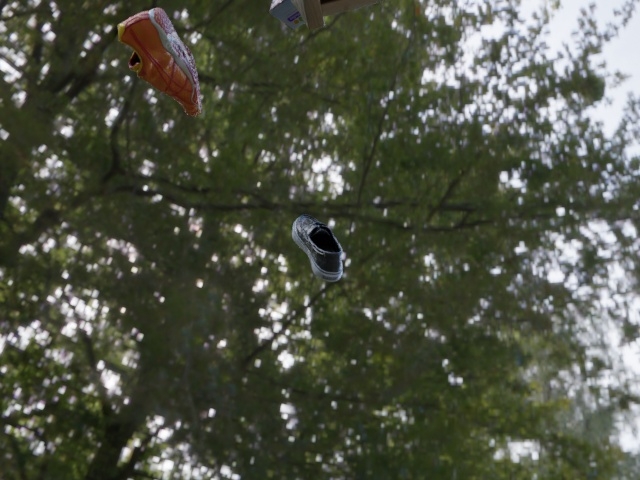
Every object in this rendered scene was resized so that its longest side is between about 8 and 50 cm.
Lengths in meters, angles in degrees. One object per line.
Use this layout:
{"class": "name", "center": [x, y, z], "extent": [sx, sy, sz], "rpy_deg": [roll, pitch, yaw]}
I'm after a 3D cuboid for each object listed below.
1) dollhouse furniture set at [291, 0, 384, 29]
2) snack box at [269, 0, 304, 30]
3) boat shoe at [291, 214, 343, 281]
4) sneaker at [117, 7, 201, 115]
{"class": "dollhouse furniture set", "center": [0.020, -0.254, 0.667], "extent": [0.129, 0.183, 0.129], "rpy_deg": [-16, -56, -5]}
{"class": "snack box", "center": [0.015, -0.275, 0.900], "extent": [0.037, 0.100, 0.141], "rpy_deg": [33, -36, -31]}
{"class": "boat shoe", "center": [0.000, 0.000, 1.206], "extent": [0.049, 0.142, 0.040], "rpy_deg": [0, -60, -20]}
{"class": "sneaker", "center": [-0.188, -0.209, 1.123], "extent": [0.067, 0.064, 0.175], "rpy_deg": [-17, -35, 8]}
